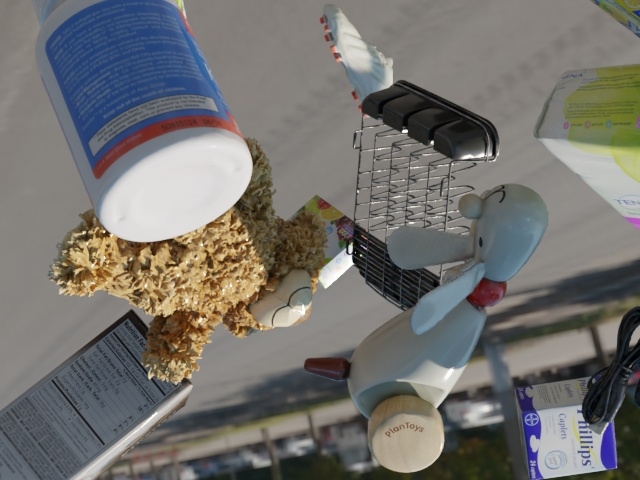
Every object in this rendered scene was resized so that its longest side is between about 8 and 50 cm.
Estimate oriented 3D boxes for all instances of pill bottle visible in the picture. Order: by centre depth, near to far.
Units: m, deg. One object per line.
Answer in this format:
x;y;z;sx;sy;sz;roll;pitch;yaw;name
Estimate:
-0.146;-0.120;1.004;0.124;0.222;0.124;-20;153;-11;pill bottle

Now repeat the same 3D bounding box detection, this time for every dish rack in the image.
0.117;-0.044;1.641;0.074;0.272;0.208;-12;-151;-31;dish rack

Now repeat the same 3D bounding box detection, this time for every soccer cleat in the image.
0.062;-0.269;1.918;0.076;0.196;0.068;-26;-150;3;soccer cleat

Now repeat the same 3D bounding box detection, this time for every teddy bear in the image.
-0.110;0.015;1.268;0.113;0.245;0.338;18;158;40;teddy bear

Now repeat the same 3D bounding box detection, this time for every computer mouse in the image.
0.513;0.220;1.804;0.272;0.189;0.072;21;-167;-10;computer mouse

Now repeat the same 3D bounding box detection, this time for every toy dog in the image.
0.098;0.074;1.398;0.161;0.334;0.220;20;-174;-13;toy dog

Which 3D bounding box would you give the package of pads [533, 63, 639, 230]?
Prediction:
0.392;-0.089;1.355;0.229;0.101;0.296;36;162;-30;package of pads

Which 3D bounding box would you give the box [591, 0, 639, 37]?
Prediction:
0.336;-0.236;1.324;0.054;0.169;0.059;-54;-177;0;box

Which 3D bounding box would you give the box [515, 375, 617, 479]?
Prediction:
0.373;0.285;1.993;0.137;0.126;0.072;-9;-156;3;box

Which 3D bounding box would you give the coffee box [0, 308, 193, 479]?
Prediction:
-0.300;0.228;1.516;0.297;0.119;0.168;-39;173;-18;coffee box

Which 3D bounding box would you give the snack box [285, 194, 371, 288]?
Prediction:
0.000;0.000;1.922;0.100;0.037;0.141;-43;-141;-9;snack box

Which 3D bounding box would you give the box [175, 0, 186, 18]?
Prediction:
-0.236;-0.271;1.672;0.103;0.203;0.114;-6;-166;16;box
